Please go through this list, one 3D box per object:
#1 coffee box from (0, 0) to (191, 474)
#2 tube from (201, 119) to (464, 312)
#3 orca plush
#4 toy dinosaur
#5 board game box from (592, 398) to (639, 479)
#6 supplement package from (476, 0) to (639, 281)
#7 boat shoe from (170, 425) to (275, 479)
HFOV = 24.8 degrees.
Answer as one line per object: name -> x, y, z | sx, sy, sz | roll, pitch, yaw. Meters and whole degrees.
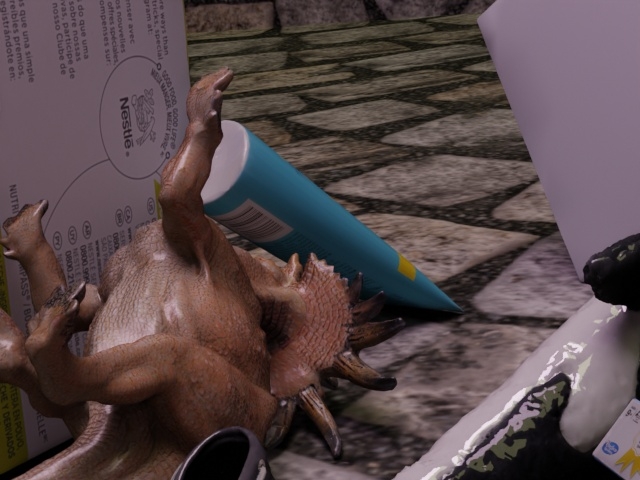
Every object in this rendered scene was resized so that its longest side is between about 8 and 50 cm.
coffee box -> -0.293, -0.057, 0.786 | 0.337, 0.338, 0.334 | 4, 16, 33
tube -> 0.000, 0.000, 0.866 | 0.080, 0.052, 0.207 | 13, -16, 43
orca plush -> 0.114, 0.085, 0.560 | 0.102, 0.151, 0.287 | 40, 34, 25
toy dinosaur -> -0.058, 0.064, 0.682 | 0.127, 0.200, 0.296 | -21, 29, 34
board game box -> 0.162, 0.110, 0.460 | 0.103, 0.026, 0.154 | 36, 0, -21
supplement package -> 0.286, -0.119, 0.948 | 0.262, 0.198, 0.199 | -14, -12, -29
boat shoe -> -0.080, 0.129, 0.530 | 0.075, 0.065, 0.206 | 3, 17, 32
